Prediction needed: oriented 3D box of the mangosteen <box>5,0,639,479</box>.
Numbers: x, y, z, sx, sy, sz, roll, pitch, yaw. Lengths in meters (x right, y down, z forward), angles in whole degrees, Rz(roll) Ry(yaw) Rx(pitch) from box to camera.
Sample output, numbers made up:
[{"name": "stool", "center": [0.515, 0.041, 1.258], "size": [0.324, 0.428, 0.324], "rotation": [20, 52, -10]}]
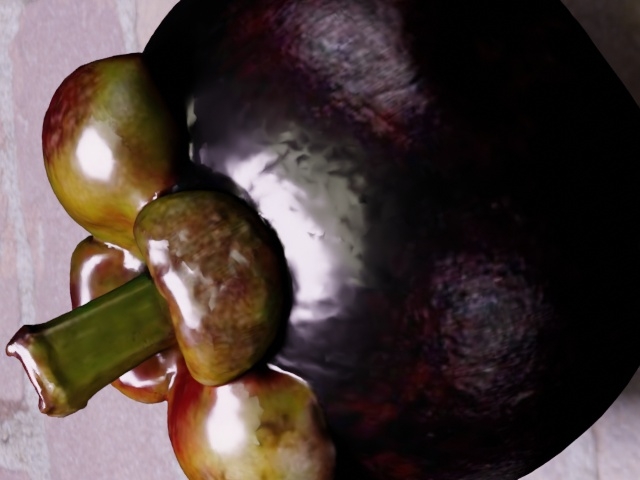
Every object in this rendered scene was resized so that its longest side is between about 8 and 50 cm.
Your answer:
[{"name": "mangosteen", "center": [0.000, 0.000, 0.681], "size": [0.275, 0.302, 0.275], "rotation": [44, 149, 36]}]
